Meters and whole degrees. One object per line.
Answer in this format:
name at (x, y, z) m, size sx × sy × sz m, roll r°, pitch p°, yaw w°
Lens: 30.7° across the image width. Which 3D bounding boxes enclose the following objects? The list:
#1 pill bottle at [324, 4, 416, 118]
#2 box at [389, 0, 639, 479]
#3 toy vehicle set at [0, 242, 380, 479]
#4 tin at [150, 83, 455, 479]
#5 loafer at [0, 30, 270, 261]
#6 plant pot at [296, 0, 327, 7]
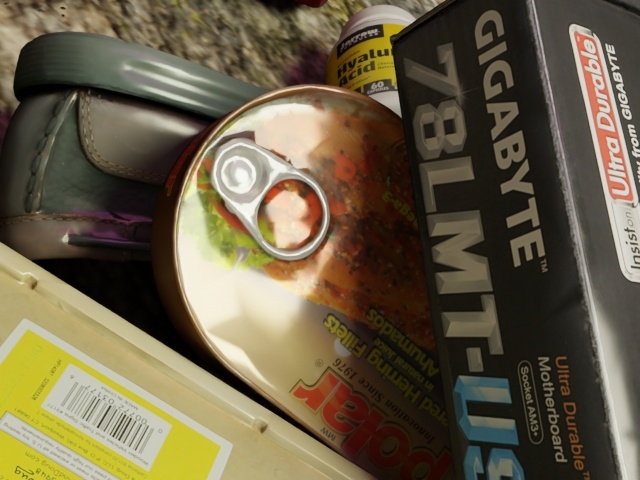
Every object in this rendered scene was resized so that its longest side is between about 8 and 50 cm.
pill bottle at (0.034, -0.073, 0.596) m, size 0.065 × 0.065 × 0.116 m, roll 25°, pitch 33°, yaw -18°
box at (0.168, 0.073, 0.419) m, size 0.293 × 0.073 × 0.295 m, roll 11°, pitch 64°, yaw -40°
toy vehicle set at (-0.078, 0.083, 0.309) m, size 0.267 × 0.035 × 0.166 m, roll 33°, pitch 32°, yaw -5°
tin at (0.025, 0.028, 0.410) m, size 0.190 × 0.040 × 0.106 m, roll 41°, pitch 67°, yaw -19°
loafer at (0.000, 0.000, 0.469) m, size 0.267 × 0.096 × 0.084 m, roll 17°, pitch 77°, yaw -26°
plant pot at (-0.039, -0.247, 0.649) m, size 0.174 × 0.191 × 0.191 m, roll 20°, pitch 34°, yaw -9°
